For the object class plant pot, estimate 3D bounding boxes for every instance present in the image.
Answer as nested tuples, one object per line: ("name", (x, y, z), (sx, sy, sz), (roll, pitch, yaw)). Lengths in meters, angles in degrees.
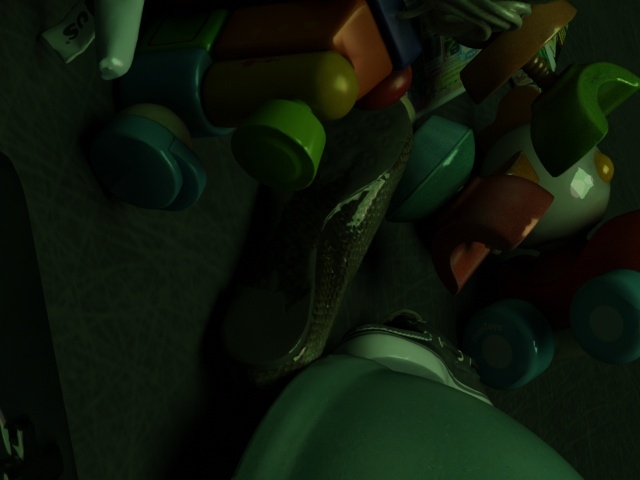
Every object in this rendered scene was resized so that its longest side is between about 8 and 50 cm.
("plant pot", (0.078, 0.225, 0.914), (0.293, 0.196, 0.293), (8, 90, -66))

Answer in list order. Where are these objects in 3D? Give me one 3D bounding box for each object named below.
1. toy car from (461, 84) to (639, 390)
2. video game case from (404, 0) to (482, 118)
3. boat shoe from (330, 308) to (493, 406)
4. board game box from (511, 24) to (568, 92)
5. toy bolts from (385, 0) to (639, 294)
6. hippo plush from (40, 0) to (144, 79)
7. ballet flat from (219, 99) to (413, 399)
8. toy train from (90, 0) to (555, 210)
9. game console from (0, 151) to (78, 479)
("toy car", (0.218, -0.024, 1.324), (0.219, 0.210, 0.238), (-21, 92, -51))
("video game case", (0.090, -0.180, 1.241), (0.157, 0.019, 0.143), (-34, 122, -56))
("boat shoe", (0.066, 0.089, 1.118), (0.228, 0.080, 0.076), (31, 41, -55))
("board game box", (0.174, -0.267, 1.444), (0.259, 0.030, 0.136), (65, 35, -35))
("toy bolts", (0.094, -0.076, 1.164), (0.158, 0.218, 0.228), (44, 45, -2))
("hippo plush", (-0.091, -0.272, 0.773), (0.294, 0.234, 0.236), (-42, 112, -8))
("ballet flat", (0.000, 0.000, 0.993), (0.058, 0.084, 0.249), (75, 28, -46))
("toy train", (0.003, -0.085, 0.822), (0.105, 0.248, 0.143), (63, 38, -37))
("game console", (-0.207, 0.139, 0.568), (0.386, 0.060, 0.341), (-14, 98, -64))
